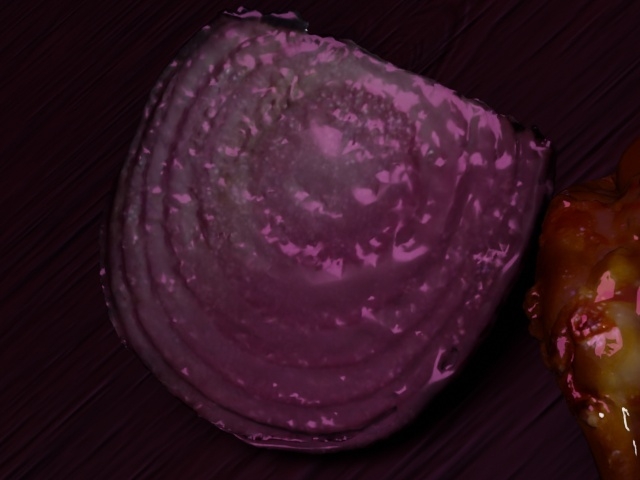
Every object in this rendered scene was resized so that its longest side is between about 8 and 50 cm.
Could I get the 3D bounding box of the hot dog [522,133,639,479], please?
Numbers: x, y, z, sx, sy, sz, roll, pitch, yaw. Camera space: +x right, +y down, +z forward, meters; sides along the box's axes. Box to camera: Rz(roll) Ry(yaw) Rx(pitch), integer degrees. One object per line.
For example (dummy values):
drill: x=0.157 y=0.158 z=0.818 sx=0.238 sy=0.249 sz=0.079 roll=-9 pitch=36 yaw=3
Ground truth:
hot dog: x=0.186 y=0.044 z=0.609 sx=0.150 sy=0.153 sz=0.256 roll=-17 pitch=53 yaw=17

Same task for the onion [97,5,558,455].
onion: x=0.000 y=0.000 z=0.768 sx=0.250 sy=0.111 sz=0.247 roll=27 pitch=102 yaw=13
